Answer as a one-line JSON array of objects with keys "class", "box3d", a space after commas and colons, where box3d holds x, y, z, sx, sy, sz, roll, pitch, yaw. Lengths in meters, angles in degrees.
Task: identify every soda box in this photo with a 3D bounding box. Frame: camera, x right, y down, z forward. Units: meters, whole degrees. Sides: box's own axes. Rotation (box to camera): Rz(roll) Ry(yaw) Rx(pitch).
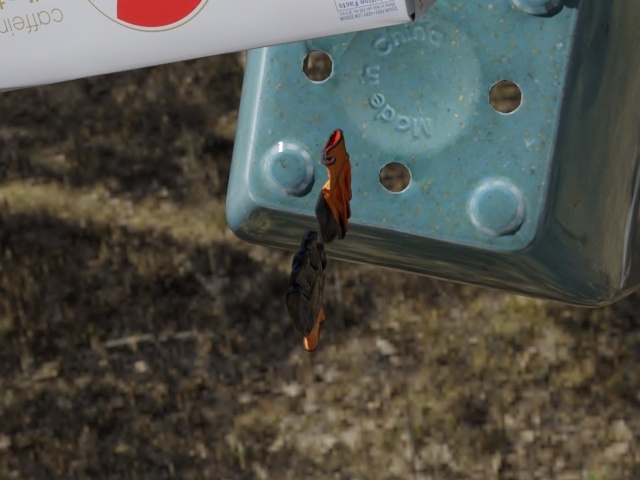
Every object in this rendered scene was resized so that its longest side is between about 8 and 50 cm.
[{"class": "soda box", "box3d": [-0.066, -0.091, 0.432, 0.216, 0.069, 0.074, -5, 22, 25]}]

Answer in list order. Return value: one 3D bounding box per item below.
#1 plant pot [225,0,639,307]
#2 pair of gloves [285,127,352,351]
[{"class": "plant pot", "box3d": [0.069, -0.088, 0.766, 0.248, 0.247, 0.252, 11, 11, 13]}, {"class": "pair of gloves", "box3d": [0.000, 0.000, 0.607, 0.010, 0.074, 0.083, 11, 63, 11]}]
